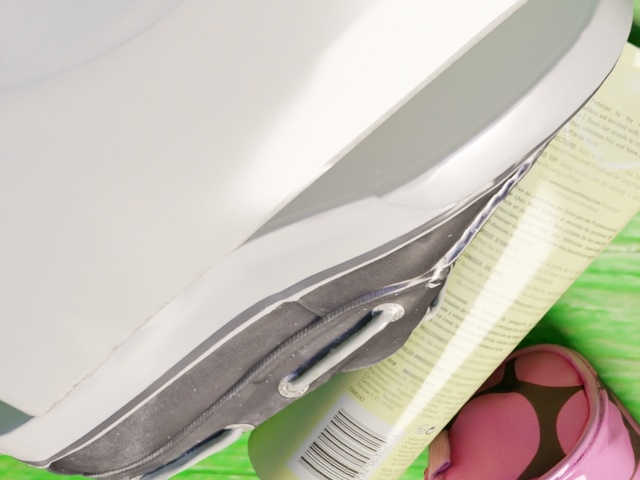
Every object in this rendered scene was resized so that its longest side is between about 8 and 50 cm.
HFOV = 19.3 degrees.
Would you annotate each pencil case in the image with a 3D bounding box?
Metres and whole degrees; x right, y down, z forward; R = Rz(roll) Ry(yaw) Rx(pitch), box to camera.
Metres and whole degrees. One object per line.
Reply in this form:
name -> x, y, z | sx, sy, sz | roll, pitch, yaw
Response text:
pencil case -> 0.121, 0.135, 0.861 | 0.098, 0.095, 0.209 | -16, 134, 23

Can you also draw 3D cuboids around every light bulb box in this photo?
light bulb box -> -0.083, -0.204, 0.390 | 0.358, 0.225, 0.361 | -40, 128, 22

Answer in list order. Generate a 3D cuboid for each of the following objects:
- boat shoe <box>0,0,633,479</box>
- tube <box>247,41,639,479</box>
boat shoe -> 0.000, 0.000, 0.688 | 0.301, 0.108, 0.102 | -38, 133, 21
tube -> 0.061, 0.016, 0.758 | 0.240, 0.062, 0.070 | -52, 167, 25
